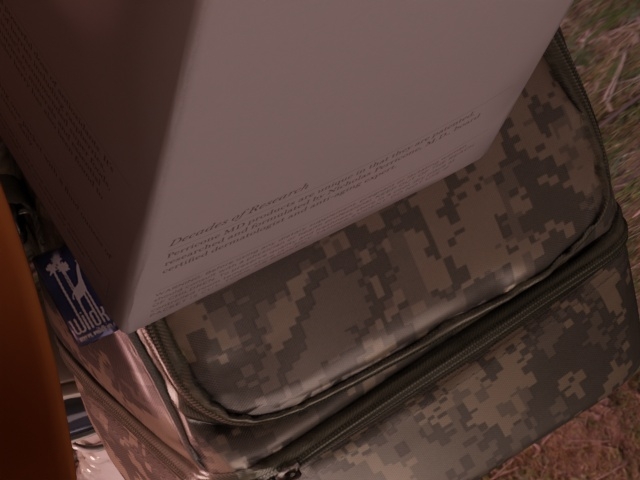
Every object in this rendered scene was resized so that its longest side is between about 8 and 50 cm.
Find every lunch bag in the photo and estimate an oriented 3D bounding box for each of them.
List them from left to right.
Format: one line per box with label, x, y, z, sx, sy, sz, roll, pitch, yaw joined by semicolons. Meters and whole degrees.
lunch bag;0.000;0.000;0.909;0.305;0.212;0.256;-29;125;-18

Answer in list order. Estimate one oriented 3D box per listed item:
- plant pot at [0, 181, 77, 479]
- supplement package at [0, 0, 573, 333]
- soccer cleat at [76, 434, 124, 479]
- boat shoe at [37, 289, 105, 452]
plant pot;-0.218;0.039;0.535;0.203;0.291;0.291;-18;164;5
supplement package;-0.018;-0.130;0.557;0.175;0.177;0.293;-26;163;-22
soccer cleat;-0.135;0.136;1.246;0.143;0.116;0.331;1;142;-37
boat shoe;-0.158;0.085;1.046;0.254;0.095;0.079;-23;159;-28
